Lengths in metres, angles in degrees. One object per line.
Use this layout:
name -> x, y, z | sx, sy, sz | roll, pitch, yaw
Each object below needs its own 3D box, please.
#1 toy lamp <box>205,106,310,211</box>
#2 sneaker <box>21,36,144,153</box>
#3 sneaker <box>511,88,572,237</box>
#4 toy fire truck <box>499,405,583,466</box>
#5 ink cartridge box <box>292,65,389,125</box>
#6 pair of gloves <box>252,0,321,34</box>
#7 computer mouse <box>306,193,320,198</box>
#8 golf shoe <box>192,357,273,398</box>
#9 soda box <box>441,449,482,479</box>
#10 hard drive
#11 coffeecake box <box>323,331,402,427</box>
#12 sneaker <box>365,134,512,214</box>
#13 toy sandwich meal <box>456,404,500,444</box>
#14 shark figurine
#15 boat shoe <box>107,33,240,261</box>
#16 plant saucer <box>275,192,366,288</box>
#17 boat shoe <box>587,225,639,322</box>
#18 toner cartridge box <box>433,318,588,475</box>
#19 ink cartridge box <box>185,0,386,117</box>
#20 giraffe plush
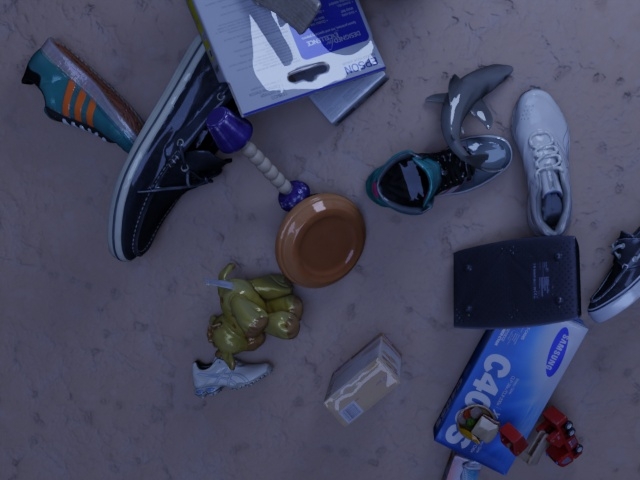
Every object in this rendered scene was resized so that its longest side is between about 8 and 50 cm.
toy lamp -> -0.119, -0.153, 1.624 | 0.080, 0.080, 0.274 | -35, 134, 11
sneaker -> -0.471, -0.263, 1.716 | 0.302, 0.108, 0.121 | 45, 102, 6
sneaker -> 0.434, -0.142, 1.622 | 0.111, 0.129, 0.297 | -12, 97, 10
toy fire truck -> 0.439, 0.402, 1.694 | 0.135, 0.047, 0.192 | -38, 128, -8
ink cartridge box -> 0.025, -0.338, 1.688 | 0.145, 0.045, 0.179 | -41, 75, 11
pair of gloves -> -0.054, -0.501, 1.465 | 0.204, 0.042, 0.240 | 37, 126, 13
computer mouse -> 0.000, 0.000, 1.727 | 0.106, 0.042, 0.192 | 5, 107, -32
golf shoe -> -0.189, 0.271, 1.793 | 0.176, 0.069, 0.086 | -15, 92, 7
soda box -> 0.281, 0.527, 1.788 | 0.063, 0.058, 0.183 | 16, 102, 3
hard drive -> 0.375, 0.086, 1.631 | 0.255, 0.054, 0.171 | -10, 71, 38
coffeecake box -> 0.087, 0.273, 1.701 | 0.142, 0.185, 0.068 | -42, 93, 11
sneaker -> 0.224, -0.129, 1.621 | 0.296, 0.178, 0.123 | -17, 97, 8
toy sandwich meal -> 0.312, 0.366, 1.694 | 0.086, 0.029, 0.085 | 1, 100, 6
shark figurine -> 0.260, -0.243, 1.578 | 0.166, 0.278, 0.116 | 2, 144, 18
boat shoe -> -0.263, -0.166, 1.668 | 0.156, 0.187, 0.500 | 30, 96, 6
plant saucer -> 0.007, 0.006, 1.684 | 0.200, 0.037, 0.199 | -11, 114, -25
boat shoe -> 0.608, 0.024, 1.644 | 0.102, 0.108, 0.301 | 42, 99, -2
toner cartridge box -> 0.378, 0.283, 1.728 | 0.165, 0.075, 0.347 | 25, 101, 0
ink cartridge box -> -0.072, -0.408, 1.591 | 0.304, 0.072, 0.307 | -21, 91, -17
giraffe plush -> -0.156, 0.168, 1.734 | 0.210, 0.181, 0.170 | 19, 123, -8
